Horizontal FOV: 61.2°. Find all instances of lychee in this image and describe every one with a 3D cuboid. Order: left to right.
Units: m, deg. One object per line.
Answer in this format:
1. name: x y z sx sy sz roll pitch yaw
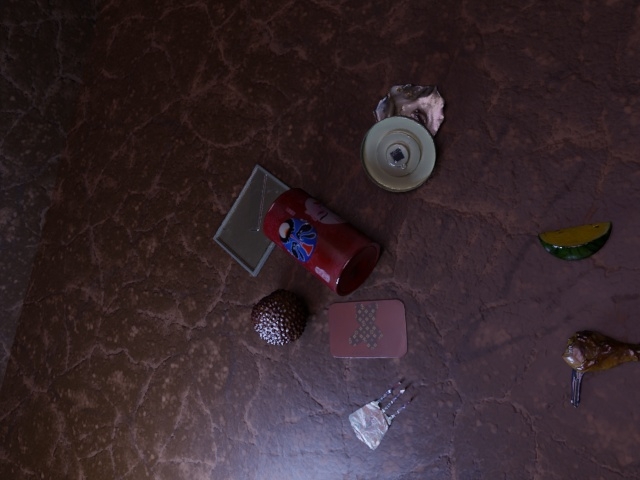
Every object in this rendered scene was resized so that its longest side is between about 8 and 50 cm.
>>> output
1. lychee: -0.134 0.258 1.777 0.188 0.188 0.188 -4 82 29

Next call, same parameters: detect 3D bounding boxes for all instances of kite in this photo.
1. kite: 0.189 0.531 1.653 0.229 0.016 0.127 -47 68 19

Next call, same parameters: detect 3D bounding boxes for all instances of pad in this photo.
1. pad: 0.144 0.281 1.713 0.267 0.004 0.181 -7 81 28

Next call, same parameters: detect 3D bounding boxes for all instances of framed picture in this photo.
1. framed picture: -0.230 -0.076 1.955 0.247 0.022 0.335 38 102 28

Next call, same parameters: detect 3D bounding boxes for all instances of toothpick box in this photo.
1. toothpick box: 0.000 0.000 1.716 0.333 0.204 0.204 36 101 27

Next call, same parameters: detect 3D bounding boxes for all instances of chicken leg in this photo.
1. chicken leg: 0.734 0.277 1.343 0.251 0.087 0.107 -3 64 21

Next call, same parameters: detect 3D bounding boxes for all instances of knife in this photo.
1. knife: 0.668 0.372 1.404 0.031 0.018 0.121 4 88 31

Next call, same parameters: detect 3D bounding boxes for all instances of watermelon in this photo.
1. watermelon: 0.666 0.002 1.418 0.181 0.075 0.092 -8 76 29

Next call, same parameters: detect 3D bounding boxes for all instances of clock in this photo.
1. clock: 0.236 -0.262 1.652 0.235 0.029 0.235 8 116 17

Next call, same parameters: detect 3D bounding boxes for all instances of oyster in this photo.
1. oyster: 0.274 -0.376 1.676 0.222 0.083 0.214 -4 103 6
